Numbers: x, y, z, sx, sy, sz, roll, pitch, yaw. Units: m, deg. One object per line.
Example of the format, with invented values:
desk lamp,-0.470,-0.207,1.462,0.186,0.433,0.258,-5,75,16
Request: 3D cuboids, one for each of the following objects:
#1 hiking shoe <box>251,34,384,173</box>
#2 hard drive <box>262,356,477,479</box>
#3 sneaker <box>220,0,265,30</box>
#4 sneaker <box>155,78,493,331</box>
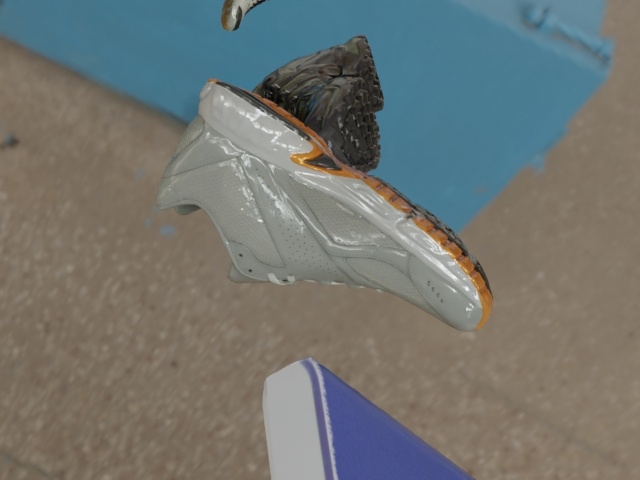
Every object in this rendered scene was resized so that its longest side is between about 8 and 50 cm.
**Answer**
hiking shoe,-0.009,-0.105,1.527,0.227,0.114,0.086,-74,148,-65
hard drive,0.083,0.223,1.006,0.319,0.040,0.210,40,32,-44
sneaker,-0.058,-0.208,1.478,0.037,0.032,0.083,27,61,-19
sneaker,0.000,0.000,1.254,0.262,0.121,0.099,36,8,11
